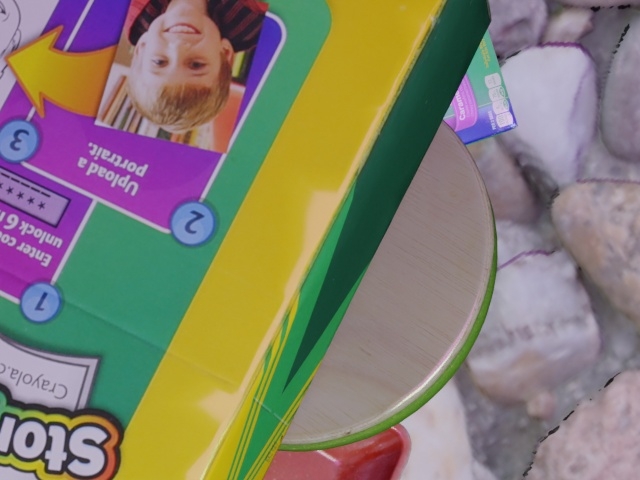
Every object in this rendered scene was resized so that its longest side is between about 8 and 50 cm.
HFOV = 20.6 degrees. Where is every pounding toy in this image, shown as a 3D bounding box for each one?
[{"bbox_3d":[0.000,0.000,0.882,0.183,0.110,0.237,-24,65,10],"label":"pounding toy"}]

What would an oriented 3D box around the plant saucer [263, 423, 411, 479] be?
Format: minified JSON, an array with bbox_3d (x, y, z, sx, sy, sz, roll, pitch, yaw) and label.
[{"bbox_3d":[-0.113,0.152,0.873,0.258,0.048,0.259,29,62,-9],"label":"plant saucer"}]

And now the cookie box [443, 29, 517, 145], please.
[{"bbox_3d":[0.039,-0.086,0.942,0.107,0.040,0.092,-19,95,-10],"label":"cookie box"}]

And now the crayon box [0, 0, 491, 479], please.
[{"bbox_3d":[-0.153,-0.050,0.802,0.363,0.106,0.313,25,82,14],"label":"crayon box"}]
